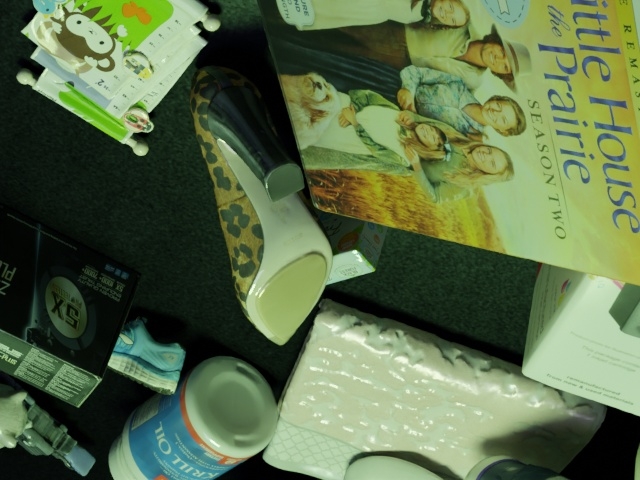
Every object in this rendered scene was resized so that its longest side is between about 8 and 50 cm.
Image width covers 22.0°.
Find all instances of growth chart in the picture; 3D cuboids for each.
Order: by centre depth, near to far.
[{"bbox_3d":[-0.198,-0.186,1.550,0.172,0.021,0.237,28,140,-11],"label":"growth chart"}]

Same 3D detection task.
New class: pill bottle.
[{"bbox_3d":[-0.158,0.231,1.950,0.124,0.124,0.221,33,139,-18],"label":"pill bottle"}]

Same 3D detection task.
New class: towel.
[{"bbox_3d":[0.116,0.214,1.887,0.331,0.053,0.317,19,141,-4],"label":"towel"}]

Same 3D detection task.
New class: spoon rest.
[{"bbox_3d":[0.149,0.338,1.942,0.276,0.084,0.137,35,139,-4],"label":"spoon rest"}]

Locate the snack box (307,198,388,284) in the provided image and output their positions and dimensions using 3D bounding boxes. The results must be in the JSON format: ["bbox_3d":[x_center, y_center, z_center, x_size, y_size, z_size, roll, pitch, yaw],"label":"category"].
[{"bbox_3d":[0.000,0.000,1.633,0.141,0.100,0.037,-18,130,35],"label":"snack box"}]

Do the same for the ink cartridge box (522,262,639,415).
[{"bbox_3d":[0.291,-0.030,1.391,0.131,0.226,0.306,19,140,-3],"label":"ink cartridge box"}]

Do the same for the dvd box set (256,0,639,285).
[{"bbox_3d":[0.117,-0.133,1.256,0.420,0.062,0.308,15,129,46],"label":"dvd box set"}]

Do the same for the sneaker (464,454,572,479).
[{"bbox_3d":[0.302,0.372,1.785,0.323,0.130,0.236,49,168,-23],"label":"sneaker"}]

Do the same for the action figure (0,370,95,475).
[{"bbox_3d":[-0.453,0.238,2.036,0.330,0.178,0.341,-13,131,46],"label":"action figure"}]

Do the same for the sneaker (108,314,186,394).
[{"bbox_3d":[-0.222,0.116,1.893,0.162,0.073,0.063,24,169,19],"label":"sneaker"}]

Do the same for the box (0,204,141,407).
[{"bbox_3d":[-0.307,0.071,1.795,0.180,0.147,0.077,28,140,-13],"label":"box"}]

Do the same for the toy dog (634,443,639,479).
[{"bbox_3d":[0.506,0.258,1.605,0.407,0.285,0.395,-1,150,33],"label":"toy dog"}]

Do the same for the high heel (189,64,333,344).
[{"bbox_3d":[-0.067,-0.036,1.571,0.093,0.186,0.261,-20,138,-18],"label":"high heel"}]
